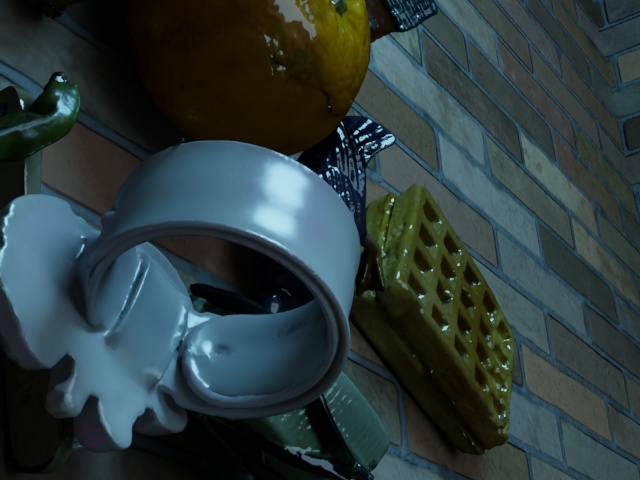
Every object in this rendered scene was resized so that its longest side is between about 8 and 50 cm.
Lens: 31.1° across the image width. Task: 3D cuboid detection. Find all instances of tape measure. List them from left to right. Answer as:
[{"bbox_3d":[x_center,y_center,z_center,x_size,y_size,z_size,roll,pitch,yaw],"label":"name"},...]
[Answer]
[{"bbox_3d":[-0.055,0.145,1.035,0.115,0.207,0.235,-47,121,-19],"label":"tape measure"}]

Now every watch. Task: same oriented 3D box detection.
[{"bbox_3d":[-0.098,0.036,0.843,0.244,0.231,0.196,54,31,-33],"label":"watch"}]

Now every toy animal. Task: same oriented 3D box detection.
[{"bbox_3d":[0.000,0.000,1.270,0.185,0.122,0.298,14,91,-56],"label":"toy animal"}]

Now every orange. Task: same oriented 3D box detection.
[{"bbox_3d":[-0.073,-0.223,1.194,0.284,0.226,0.283,26,59,-57],"label":"orange"}]

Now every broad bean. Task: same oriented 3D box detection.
[{"bbox_3d":[-0.261,-0.081,0.899,0.061,0.046,0.195,37,47,23],"label":"broad bean"}]

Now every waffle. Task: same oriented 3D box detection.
[{"bbox_3d":[0.160,0.109,1.542,0.327,0.098,0.224,53,34,-28],"label":"waffle"}]

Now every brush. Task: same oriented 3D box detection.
[{"bbox_3d":[-0.225,0.027,0.937,0.065,0.070,0.327,12,60,-49],"label":"brush"}]

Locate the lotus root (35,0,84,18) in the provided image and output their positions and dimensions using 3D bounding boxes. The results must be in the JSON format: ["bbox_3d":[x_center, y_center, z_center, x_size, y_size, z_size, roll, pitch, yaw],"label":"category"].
[{"bbox_3d":[-0.146,-0.333,1.068,0.078,0.329,0.167,35,2,-15],"label":"lotus root"}]

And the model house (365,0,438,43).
[{"bbox_3d":[0.039,-0.338,1.411,0.271,0.301,0.190,63,22,-12],"label":"model house"}]
